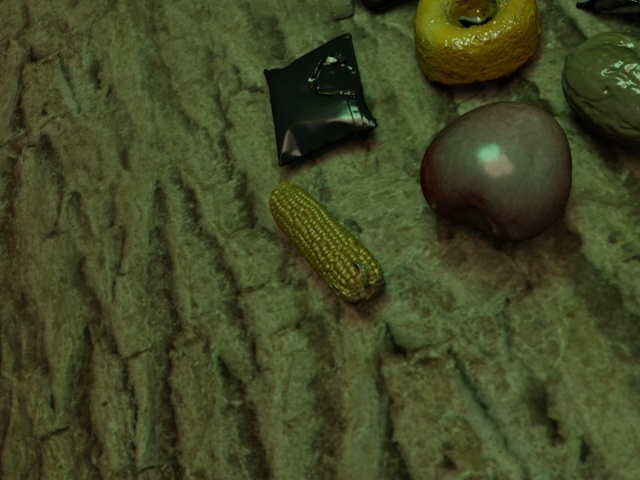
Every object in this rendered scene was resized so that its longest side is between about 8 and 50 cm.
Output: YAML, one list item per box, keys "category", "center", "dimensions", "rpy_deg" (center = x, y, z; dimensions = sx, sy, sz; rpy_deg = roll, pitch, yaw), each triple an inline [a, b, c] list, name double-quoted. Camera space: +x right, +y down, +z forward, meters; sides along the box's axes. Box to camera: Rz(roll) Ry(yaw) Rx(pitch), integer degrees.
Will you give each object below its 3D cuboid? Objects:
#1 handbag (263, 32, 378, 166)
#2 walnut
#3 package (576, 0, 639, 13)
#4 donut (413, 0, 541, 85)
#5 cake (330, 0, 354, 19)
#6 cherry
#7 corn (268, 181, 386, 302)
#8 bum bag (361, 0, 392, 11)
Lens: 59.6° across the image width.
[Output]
- category: "handbag"
  center: [-0.007, -0.289, 1.128]
  dimensions: [0.211, 0.089, 0.254]
  rpy_deg: [-18, 63, 16]
- category: "walnut"
  center: [0.492, -0.247, 0.892]
  dimensions: [0.178, 0.178, 0.230]
  rpy_deg: [-48, 58, 0]
- category: "package"
  center: [0.583, -0.479, 0.940]
  dimensions: [0.251, 0.062, 0.203]
  rpy_deg: [33, 98, 47]
- category: "donut"
  center: [0.288, -0.404, 1.051]
  dimensions: [0.254, 0.118, 0.253]
  rpy_deg: [-12, 54, 17]
- category: "cake"
  center: [0.044, -0.549, 1.215]
  dimensions: [0.052, 0.065, 0.121]
  rpy_deg: [-10, 62, 14]
- category: "cherry"
  center: [0.288, -0.125, 0.897]
  dimensions: [0.239, 0.206, 0.239]
  rpy_deg: [-11, 68, 30]
- category: "corn"
  center: [0.000, 0.000, 1.020]
  dimensions: [0.106, 0.106, 0.293]
  rpy_deg: [-46, 62, 1]
- category: "bum bag"
  center: [0.199, -0.571, 1.081]
  dimensions: [0.341, 0.144, 0.095]
  rpy_deg: [-11, 27, 35]
